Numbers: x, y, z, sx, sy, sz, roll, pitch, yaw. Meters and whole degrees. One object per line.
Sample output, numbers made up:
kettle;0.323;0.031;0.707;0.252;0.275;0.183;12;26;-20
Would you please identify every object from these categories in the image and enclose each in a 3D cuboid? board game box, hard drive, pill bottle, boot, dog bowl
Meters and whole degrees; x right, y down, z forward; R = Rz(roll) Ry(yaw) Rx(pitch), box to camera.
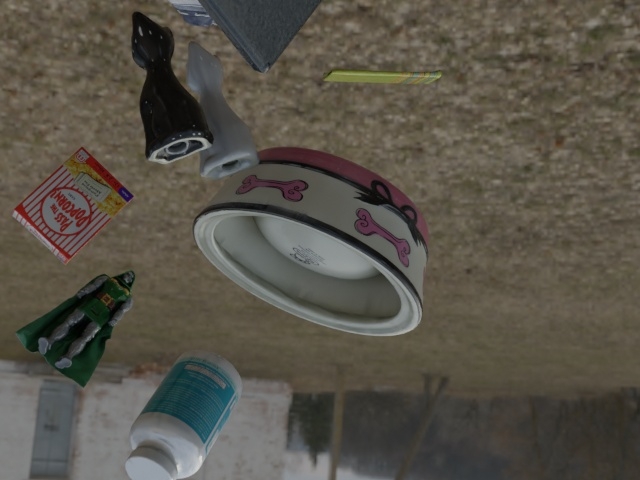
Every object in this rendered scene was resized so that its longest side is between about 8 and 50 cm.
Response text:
board game box;-0.496;-0.070;1.844;0.147;0.193;0.045;44;154;-8
hard drive;-0.052;-0.207;0.711;0.022;0.094;0.135;28;167;38
pill bottle;-0.257;0.335;1.696;0.146;0.264;0.146;11;127;16
boot;-0.189;-0.433;1.680;0.189;0.069;0.086;15;160;29
dog bowl;0.000;0.000;1.539;0.407;0.150;0.408;19;157;9

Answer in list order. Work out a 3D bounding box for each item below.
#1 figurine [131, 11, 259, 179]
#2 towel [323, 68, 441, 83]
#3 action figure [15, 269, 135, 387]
figurine;-0.186;-0.210;1.330;0.092;0.210;0.215;-23;164;22
towel;0.129;-0.349;1.930;0.237;0.021;0.102;-1;180;-11
action figure;-0.375;0.120;1.517;0.137;0.232;0.063;43;130;-7
